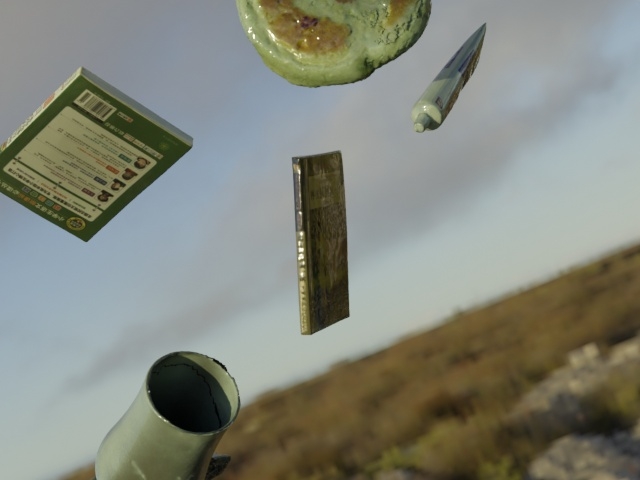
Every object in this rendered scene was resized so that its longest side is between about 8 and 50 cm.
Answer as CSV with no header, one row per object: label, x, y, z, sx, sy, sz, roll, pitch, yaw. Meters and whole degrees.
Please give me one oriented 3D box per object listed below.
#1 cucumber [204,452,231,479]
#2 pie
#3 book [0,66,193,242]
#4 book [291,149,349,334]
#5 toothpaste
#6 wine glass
cucumber,-0.205,0.336,2.436,0.078,0.062,0.211,1,0,28
pie,0.011,-0.282,1.906,0.241,0.240,0.054,-22,-16,-6
book,-0.343,-0.120,2.522,0.202,0.027,0.264,32,-52,-27
book,0.000,0.000,2.264,0.024,0.228,0.160,0,6,19
toothpaste,0.152,-0.185,2.026,0.233,0.038,0.060,-54,-15,-50
wine glass,-0.150,0.199,1.587,0.103,0.103,0.231,-19,-27,-39
